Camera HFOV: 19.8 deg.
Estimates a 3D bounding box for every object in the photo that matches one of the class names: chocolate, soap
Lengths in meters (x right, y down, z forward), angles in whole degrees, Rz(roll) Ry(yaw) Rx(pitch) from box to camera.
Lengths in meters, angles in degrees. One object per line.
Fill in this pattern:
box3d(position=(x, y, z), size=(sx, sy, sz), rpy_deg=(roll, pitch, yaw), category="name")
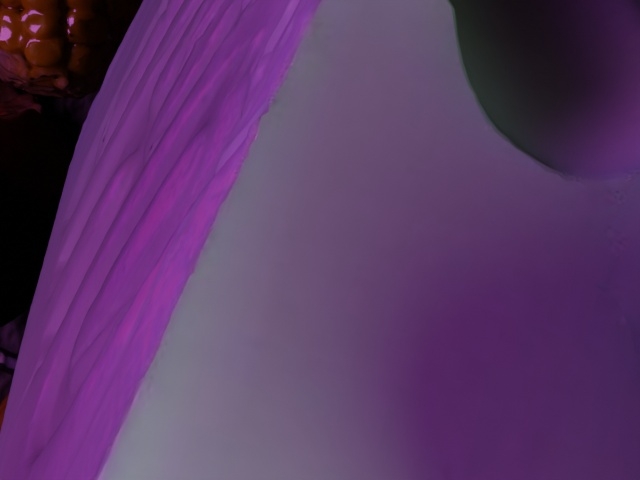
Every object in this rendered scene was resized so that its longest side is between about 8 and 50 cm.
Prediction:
box3d(position=(-0.170, -0.029, 0.819), size=(0.133, 0.124, 0.127), rpy_deg=(-86, 20, -55), category="chocolate")
box3d(position=(0.000, 0.000, 0.495), size=(0.208, 0.115, 0.347), rpy_deg=(-59, 15, 24), category="soap")

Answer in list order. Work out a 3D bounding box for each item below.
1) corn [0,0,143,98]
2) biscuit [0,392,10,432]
box3d(position=(-0.104, -0.222, 0.782), size=(0.119, 0.119, 0.321), rpy_deg=(2, 83, 50), category="corn")
box3d(position=(-0.090, 0.159, 0.697), size=(0.213, 0.091, 0.274), rpy_deg=(33, 109, 47), category="biscuit")
